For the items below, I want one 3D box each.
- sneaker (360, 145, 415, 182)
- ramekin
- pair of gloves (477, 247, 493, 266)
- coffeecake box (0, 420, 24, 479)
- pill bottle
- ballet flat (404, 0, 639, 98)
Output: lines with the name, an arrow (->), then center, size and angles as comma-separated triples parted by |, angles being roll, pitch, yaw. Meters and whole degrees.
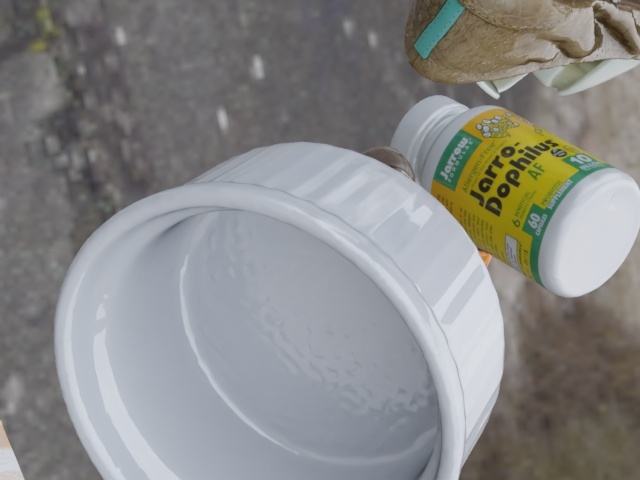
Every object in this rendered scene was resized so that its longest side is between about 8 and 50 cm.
sneaker -> 0.000, 0.000, 1.455 | 0.066, 0.188, 0.071 | 40, 9, -19
ramekin -> -0.018, 0.071, 1.151 | 0.135, 0.277, 0.277 | -43, 124, -54
pair of gloves -> 0.076, 0.023, 1.288 | 0.010, 0.083, 0.074 | 106, 10, -58
coffeecake box -> -0.299, 0.249, 1.515 | 0.142, 0.068, 0.185 | 6, 56, -63
pill bottle -> 0.161, -0.046, 1.552 | 0.118, 0.208, 0.117 | -27, 134, -32
ballet flat -> 0.151, -0.139, 1.092 | 0.116, 0.124, 0.342 | 50, 30, 14
